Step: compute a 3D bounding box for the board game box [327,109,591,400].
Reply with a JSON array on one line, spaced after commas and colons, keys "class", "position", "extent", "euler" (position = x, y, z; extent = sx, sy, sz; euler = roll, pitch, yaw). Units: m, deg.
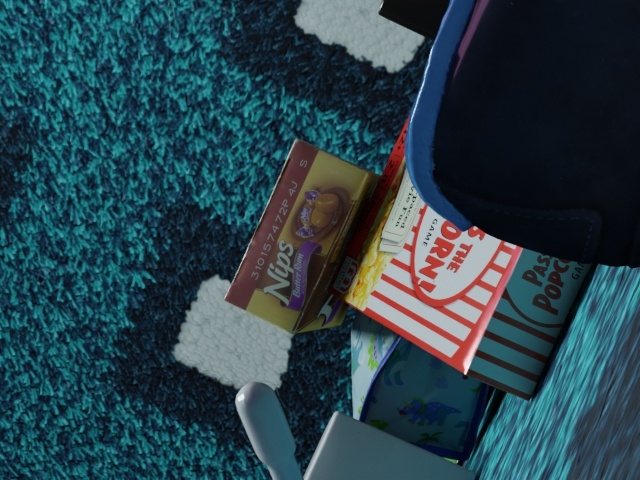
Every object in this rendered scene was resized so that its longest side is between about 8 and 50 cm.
[{"class": "board game box", "position": [0.086, -0.008, 0.985], "extent": [0.146, 0.045, 0.193], "euler": [-65, 24, 1]}]

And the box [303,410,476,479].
[{"class": "box", "position": [0.018, 0.189, 1.070], "extent": [0.170, 0.091, 0.130], "euler": [103, -168, -76]}]

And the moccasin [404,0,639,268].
[{"class": "moccasin", "position": [0.134, -0.154, 0.563], "extent": [0.138, 0.117, 0.342], "euler": [-55, -14, -71]}]

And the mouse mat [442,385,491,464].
[{"class": "mouse mat", "position": [0.113, 0.117, 1.283], "extent": [0.152, 0.007, 0.189], "euler": [109, -175, -57]}]

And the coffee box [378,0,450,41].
[{"class": "coffee box", "position": [0.124, -0.140, 0.750], "extent": [0.246, 0.141, 0.098], "euler": [-57, -9, -65]}]

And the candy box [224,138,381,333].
[{"class": "candy box", "position": [0.000, 0.000, 1.131], "extent": [0.109, 0.053, 0.187], "euler": [-65, -10, 3]}]

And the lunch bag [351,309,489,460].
[{"class": "lunch bag", "position": [0.074, 0.043, 1.133], "extent": [0.128, 0.096, 0.151], "euler": [-91, 9, -53]}]

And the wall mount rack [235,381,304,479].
[{"class": "wall mount rack", "position": [-0.051, 0.249, 0.732], "extent": [0.350, 0.130, 0.304], "euler": [-61, -5, -58]}]
